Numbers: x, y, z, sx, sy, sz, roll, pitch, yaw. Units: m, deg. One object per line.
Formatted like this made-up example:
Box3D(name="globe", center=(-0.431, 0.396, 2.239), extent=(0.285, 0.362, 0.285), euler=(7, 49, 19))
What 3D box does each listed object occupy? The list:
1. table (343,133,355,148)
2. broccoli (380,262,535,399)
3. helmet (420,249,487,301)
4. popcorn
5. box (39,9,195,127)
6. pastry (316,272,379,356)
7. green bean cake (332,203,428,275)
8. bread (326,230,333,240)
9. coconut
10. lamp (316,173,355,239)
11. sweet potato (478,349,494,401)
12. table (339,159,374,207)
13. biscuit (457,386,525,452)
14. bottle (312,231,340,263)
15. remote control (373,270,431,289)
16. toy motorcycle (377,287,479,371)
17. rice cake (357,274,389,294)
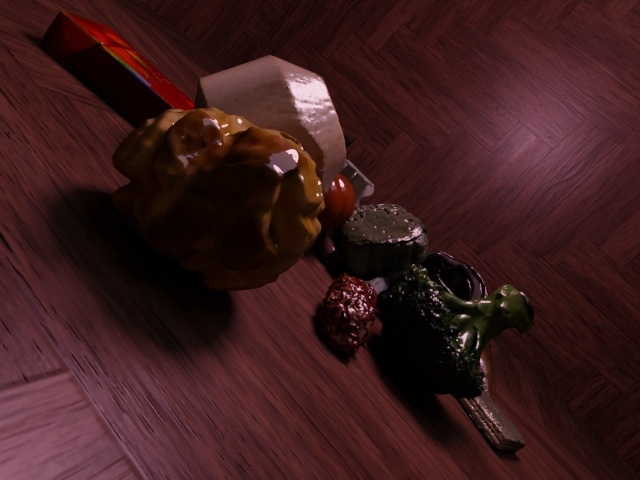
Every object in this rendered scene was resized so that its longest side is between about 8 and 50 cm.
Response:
Box3D(name="table", center=(-0.084, -0.376, 1.659), extent=(0.222, 0.272, 0.335), euler=(48, 13, 18))
Box3D(name="broccoli", center=(0.266, 0.176, 0.959), extent=(0.297, 0.297, 0.297), euler=(160, -90, -85))
Box3D(name="helmet", center=(0.400, 0.185, 1.472), extent=(0.305, 0.225, 0.177), euler=(46, -1, 44))
Box3D(name="popcorn", center=(-0.140, -0.069, 0.627), extent=(0.265, 0.225, 0.332), euler=(8, 30, -24))
Box3D(name="box", center=(-0.389, -0.328, 0.986), extent=(0.313, 0.089, 0.197), euler=(40, 14, -11))
Box3D(name="pastry", center=(0.056, 0.131, 0.868), extent=(0.115, 0.097, 0.208), euler=(34, 14, 3))
Box3D(name="green bean cake", center=(0.152, -0.006, 1.205), extent=(0.223, 0.124, 0.227), euler=(-7, 29, -14))
Box3D(name="bread", center=(0.003, -0.046, 1.340), extent=(0.156, 0.064, 0.117), euler=(38, 9, -18))
Box3D(name="coconut", center=(-0.119, -0.195, 0.911), extent=(0.323, 0.323, 0.323), euler=(41, 13, -11))
Box3D(name="lamp", center=(-0.026, -0.102, 1.126), extent=(0.223, 0.196, 0.223), euler=(5, 4, 0))
Box3D(name="sweet potato", center=(0.435, 0.351, 1.329), extent=(0.285, 0.085, 0.112), euler=(-108, -166, -62))
Box3D(name="table", center=(0.069, -0.164, 1.612), extent=(0.166, 0.198, 0.166), euler=(42, 13, -12))
Box3D(name="biscuit", center=(0.387, 0.392, 1.135), extent=(0.150, 0.052, 0.252), euler=(33, 15, -42))
Box3D(name="bottle", center=(0.000, 0.000, 1.201), extent=(0.053, 0.053, 0.140), euler=(30, 18, -46))
Box3D(name="remote control", center=(0.198, 0.080, 1.354), extent=(0.221, 0.103, 0.332), euler=(35, 2, -38))
Box3D(name="toy motorcycle", center=(0.265, 0.223, 1.192), extent=(0.315, 0.113, 0.169), euler=(38, 1, 12))
Box3D(name="rice cake", center=(0.103, 0.114, 1.084), extent=(0.226, 0.085, 0.040), euler=(-7, 88, -72))
